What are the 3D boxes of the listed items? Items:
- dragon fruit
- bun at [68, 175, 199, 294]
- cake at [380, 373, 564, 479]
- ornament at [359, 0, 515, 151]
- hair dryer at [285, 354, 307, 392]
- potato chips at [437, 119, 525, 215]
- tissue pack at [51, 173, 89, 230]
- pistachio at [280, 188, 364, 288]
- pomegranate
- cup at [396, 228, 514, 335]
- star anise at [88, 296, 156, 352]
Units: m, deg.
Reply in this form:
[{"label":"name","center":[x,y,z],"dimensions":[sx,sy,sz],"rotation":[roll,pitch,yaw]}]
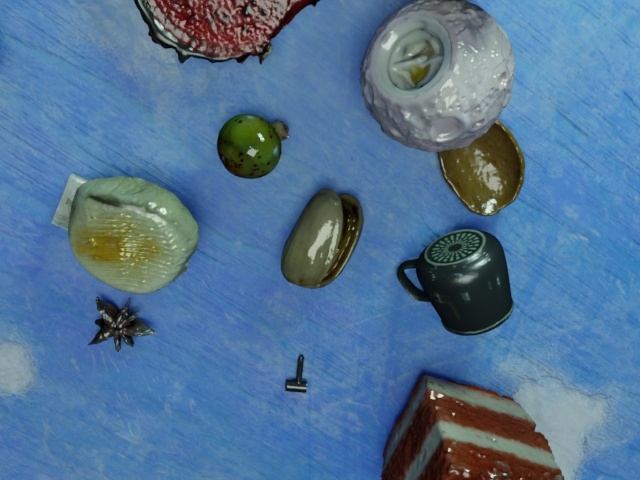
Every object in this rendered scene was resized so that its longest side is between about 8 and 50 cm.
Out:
[{"label":"dragon fruit","center":[-0.194,-0.448,1.228],"dimensions":[0.282,0.100,0.343],"rotation":[-43,104,14]},{"label":"bun","center":[-0.335,-0.024,1.357],"dimensions":[0.244,0.153,0.243],"rotation":[6,127,8]},{"label":"cake","center":[0.292,0.468,1.481],"dimensions":[0.270,0.319,0.270],"rotation":[19,114,-12]},{"label":"ornament","center":[0.198,-0.273,1.237],"dimensions":[0.260,0.225,0.259],"rotation":[-4,83,31]},{"label":"hair dryer","center":[-0.048,0.281,1.550],"dimensions":[0.047,0.026,0.083],"rotation":[6,107,-6]},{"label":"potato chips","center":[0.304,-0.148,1.391],"dimensions":[0.150,0.049,0.201],"rotation":[-34,110,14]},{"label":"tissue pack","center":[-0.467,-0.069,1.398],"dimensions":[0.056,0.023,0.108],"rotation":[23,107,-11]},{"label":"pistachio","center":[0.000,0.000,1.402],"dimensions":[0.130,0.131,0.206],"rotation":[8,112,-54]},{"label":"pomegranate","center":[-0.123,-0.168,1.327],"dimensions":[0.130,0.130,0.130],"rotation":[-1,111,-2]},{"label":"cup","center":[0.262,0.083,1.432],"dimensions":[0.223,0.169,0.176],"rotation":[-5,124,36]},{"label":"star anise","center":[-0.393,0.173,1.474],"dimensions":[0.129,0.056,0.124],"rotation":[13,109,-7]}]
